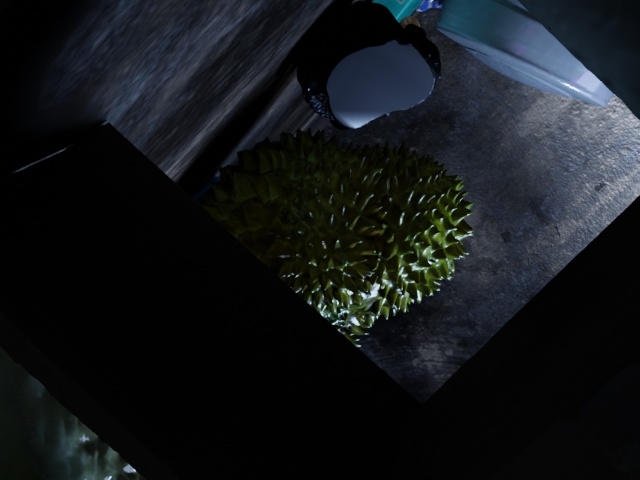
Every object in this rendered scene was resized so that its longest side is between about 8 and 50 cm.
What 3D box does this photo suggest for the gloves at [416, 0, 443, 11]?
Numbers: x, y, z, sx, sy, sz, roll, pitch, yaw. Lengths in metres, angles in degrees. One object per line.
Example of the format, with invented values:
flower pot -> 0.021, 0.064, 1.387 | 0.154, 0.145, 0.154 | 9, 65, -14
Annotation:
gloves -> 0.191, -0.371, 1.427 | 0.229, 0.097, 0.119 | -44, 150, -26

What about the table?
table -> 0.052, -0.014, 0.403 | 0.250, 0.282, 0.196 | -48, -178, 22

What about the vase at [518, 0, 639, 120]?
vase -> 0.211, -0.198, 0.688 | 0.245, 0.291, 0.245 | -49, -177, 4

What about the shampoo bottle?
shampoo bottle -> 0.289, -0.312, 1.276 | 0.266, 0.273, 0.273 | -62, 180, 9

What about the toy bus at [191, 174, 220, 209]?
toy bus -> -0.123, -0.035, 1.173 | 0.038, 0.046, 0.083 | -47, 180, 42

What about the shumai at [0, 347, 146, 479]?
shumai -> -0.165, 0.166, 0.759 | 0.263, 0.309, 0.304 | -18, -173, 28

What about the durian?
durian -> -0.002, -0.002, 1.063 | 0.291, 0.225, 0.291 | -29, 166, -8

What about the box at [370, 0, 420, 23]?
box -> 0.108, -0.292, 1.186 | 0.161, 0.042, 0.226 | -49, -178, -36

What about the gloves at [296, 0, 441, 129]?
gloves -> 0.032, -0.177, 1.012 | 0.129, 0.106, 0.181 | -47, -150, 9
